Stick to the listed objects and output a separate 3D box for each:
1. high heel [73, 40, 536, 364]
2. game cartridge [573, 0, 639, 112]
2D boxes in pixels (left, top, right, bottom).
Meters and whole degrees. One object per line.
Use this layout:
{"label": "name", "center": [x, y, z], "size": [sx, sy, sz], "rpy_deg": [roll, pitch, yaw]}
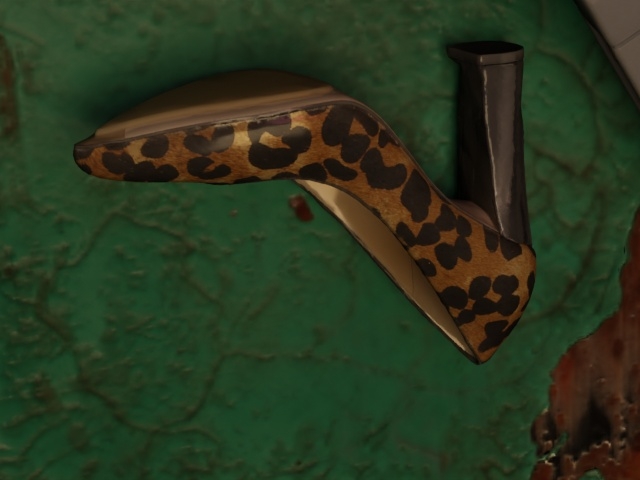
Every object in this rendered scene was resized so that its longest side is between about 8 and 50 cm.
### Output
{"label": "high heel", "center": [0.000, 0.000, 1.029], "size": [0.261, 0.093, 0.186], "rpy_deg": [-10, 109, -20]}
{"label": "game cartridge", "center": [0.258, -0.117, 1.022], "size": [0.198, 0.062, 0.297], "rpy_deg": [-32, 135, 9]}
